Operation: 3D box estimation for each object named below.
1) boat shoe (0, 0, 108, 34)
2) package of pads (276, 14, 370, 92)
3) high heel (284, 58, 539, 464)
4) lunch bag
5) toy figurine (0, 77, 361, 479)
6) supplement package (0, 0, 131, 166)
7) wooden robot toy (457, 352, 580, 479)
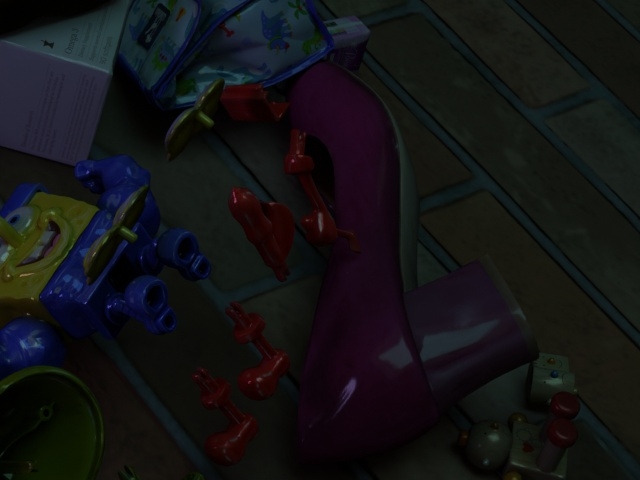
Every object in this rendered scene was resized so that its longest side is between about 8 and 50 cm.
[{"bbox_3d":[-0.201,-0.189,1.285,0.152,0.056,0.049,-21,66,-36],"label":"boat shoe"},{"bbox_3d":[-0.001,-0.157,1.502,0.083,0.050,0.032,-17,50,-35],"label":"package of pads"},{"bbox_3d":[0.000,0.000,1.318,0.181,0.127,0.377,-26,40,-6],"label":"high heel"},{"bbox_3d":[-0.088,-0.167,1.415,0.151,0.096,0.129,-33,33,-8],"label":"lunch bag"},{"bbox_3d":[-0.166,0.061,1.173,0.217,0.191,0.362,5,55,42],"label":"toy figurine"},{"bbox_3d":[-0.244,-0.145,1.343,0.179,0.105,0.105,15,45,-9],"label":"supplement package"},{"bbox_3d":[0.138,0.134,1.261,0.079,0.076,0.173,10,42,2],"label":"wooden robot toy"}]
